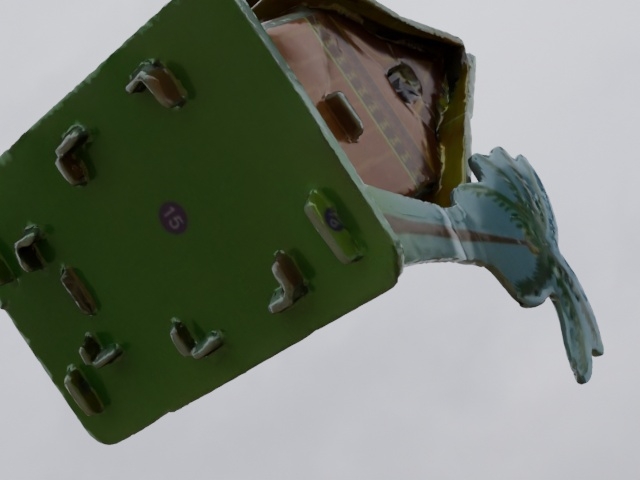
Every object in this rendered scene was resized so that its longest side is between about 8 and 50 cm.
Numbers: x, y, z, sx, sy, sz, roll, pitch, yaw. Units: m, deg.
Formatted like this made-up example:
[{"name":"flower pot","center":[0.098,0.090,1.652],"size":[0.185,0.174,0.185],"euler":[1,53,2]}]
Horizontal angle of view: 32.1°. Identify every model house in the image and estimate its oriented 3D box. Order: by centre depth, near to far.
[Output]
[{"name":"model house","center":[0.000,0.000,0.799],"size":[0.300,0.340,0.323],"euler":[-33,2,37]}]

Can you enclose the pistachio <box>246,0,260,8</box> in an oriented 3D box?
[{"name":"pistachio","center":[-0.042,-0.289,1.030],"size":[0.165,0.210,0.130],"euler":[21,-27,8]}]
